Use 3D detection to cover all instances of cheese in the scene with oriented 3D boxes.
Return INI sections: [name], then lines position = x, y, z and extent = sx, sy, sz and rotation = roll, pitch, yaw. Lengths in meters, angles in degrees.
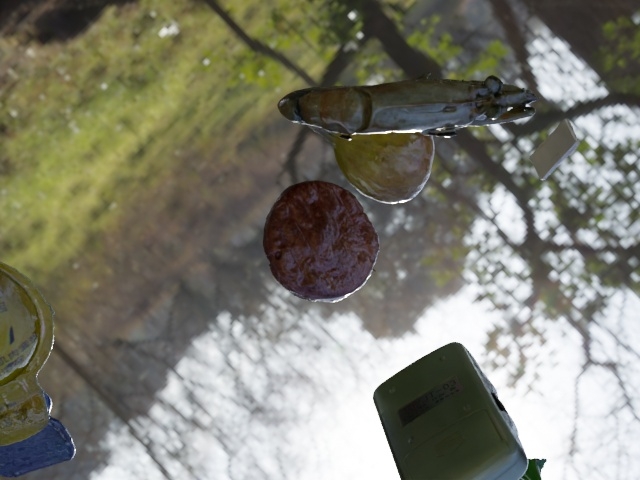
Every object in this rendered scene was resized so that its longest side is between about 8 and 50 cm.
[cheese]
position = -0.277, 0.099, 0.997
extent = 0.156, 0.250, 0.064
rotation = -15, -146, 3

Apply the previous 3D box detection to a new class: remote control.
[remote control]
position = 0.144, 0.213, 1.413
extent = 0.140, 0.056, 0.296
rotation = -33, -160, 4

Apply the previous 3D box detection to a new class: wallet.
[wallet]
position = 0.312, -0.121, 1.668
extent = 0.011, 0.044, 0.083
rotation = 2, 143, -35

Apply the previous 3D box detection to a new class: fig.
[fig]
position = 0.069, -0.162, 2.056
extent = 0.159, 0.257, 0.159
rotation = -36, -138, 41

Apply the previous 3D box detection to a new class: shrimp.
[shrimp]
position = 0.120, -0.193, 1.719
extent = 0.360, 0.085, 0.247
rotation = 0, -166, 13

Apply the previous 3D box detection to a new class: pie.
[pie]
position = 0.000, 0.000, 1.773
extent = 0.182, 0.182, 0.049
rotation = -50, -170, -29

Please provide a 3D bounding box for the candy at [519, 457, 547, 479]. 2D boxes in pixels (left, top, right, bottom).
[candy]
position = 0.243, 0.342, 1.550
extent = 0.078, 0.141, 0.203
rotation = -5, 176, 22
